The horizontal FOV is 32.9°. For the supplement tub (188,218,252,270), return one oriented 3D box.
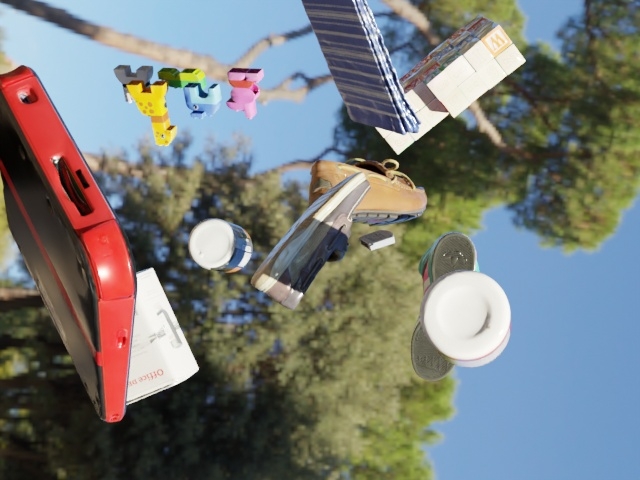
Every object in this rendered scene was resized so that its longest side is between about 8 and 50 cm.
[{"bbox_3d":[-0.225,0.014,2.497,0.190,0.117,0.116,24,69,-79],"label":"supplement tub"}]

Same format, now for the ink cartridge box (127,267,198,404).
[{"bbox_3d":[-0.348,0.182,2.027,0.159,0.092,0.217,-24,-91,26],"label":"ink cartridge box"}]

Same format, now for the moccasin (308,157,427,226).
[{"bbox_3d":[0.095,-0.104,2.154,0.139,0.380,0.146,-13,-98,37],"label":"moccasin"}]

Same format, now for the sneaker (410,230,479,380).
[{"bbox_3d":[0.243,0.119,2.154,0.178,0.124,0.295,-43,145,-79],"label":"sneaker"}]

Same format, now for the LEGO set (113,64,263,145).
[{"bbox_3d":[-0.196,-0.187,1.528,0.087,0.227,0.093,-55,145,-53],"label":"LEGO set"}]

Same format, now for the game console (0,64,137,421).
[{"bbox_3d":[-0.331,0.001,1.399,0.386,0.060,0.342,56,-27,32],"label":"game console"}]

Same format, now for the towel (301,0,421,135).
[{"bbox_3d":[0.056,-0.344,1.886,0.243,0.040,0.336,27,-36,63],"label":"towel"}]

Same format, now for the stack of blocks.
[{"bbox_3d":[0.232,-0.299,2.091,0.297,0.087,0.171,-38,-162,8],"label":"stack of blocks"}]

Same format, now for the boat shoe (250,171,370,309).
[{"bbox_3d":[0.000,0.000,1.768,0.285,0.092,0.103,-49,-170,-34],"label":"boat shoe"}]

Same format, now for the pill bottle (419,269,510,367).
[{"bbox_3d":[0.208,0.117,1.531,0.221,0.121,0.121,47,42,-75],"label":"pill bottle"}]

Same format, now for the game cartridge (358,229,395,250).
[{"bbox_3d":[0.107,-0.002,2.009,0.083,0.056,0.017,-142,-149,-74],"label":"game cartridge"}]
